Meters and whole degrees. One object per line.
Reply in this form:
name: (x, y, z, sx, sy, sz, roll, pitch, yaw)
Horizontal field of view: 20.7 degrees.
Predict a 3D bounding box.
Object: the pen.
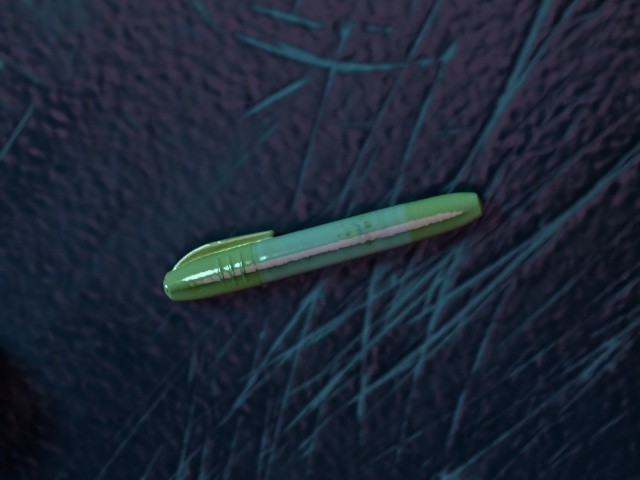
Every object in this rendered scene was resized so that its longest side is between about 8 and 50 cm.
pen: (0.000, 0.000, 1.233, 0.233, 0.032, 0.040, -16, 85, 6)
